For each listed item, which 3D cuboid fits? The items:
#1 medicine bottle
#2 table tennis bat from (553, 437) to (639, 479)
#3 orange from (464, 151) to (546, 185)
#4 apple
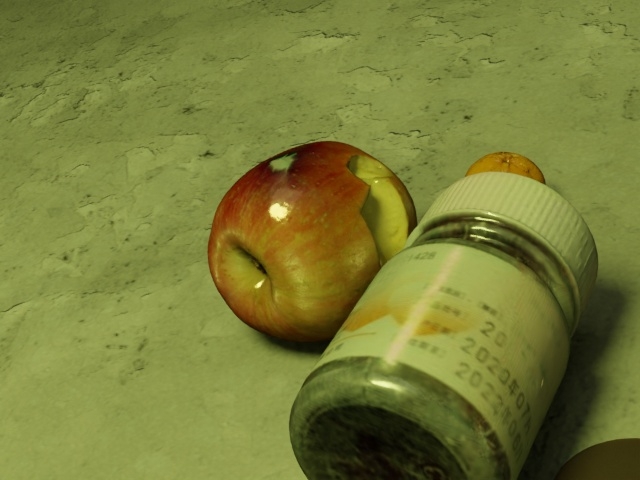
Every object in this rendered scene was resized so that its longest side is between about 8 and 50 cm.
[{"bbox_3d":[0.102,0.081,0.947,0.165,0.165,0.273,3,37,28],"label":"medicine bottle"},{"bbox_3d":[0.215,0.148,0.833,0.107,0.119,0.170,-25,31,-13],"label":"table tennis bat"},{"bbox_3d":[0.175,-0.049,1.206,0.083,0.070,0.083,-8,32,5],"label":"orange"},{"bbox_3d":[0.000,0.000,1.120,0.199,0.199,0.199,-12,32,7],"label":"apple"}]
